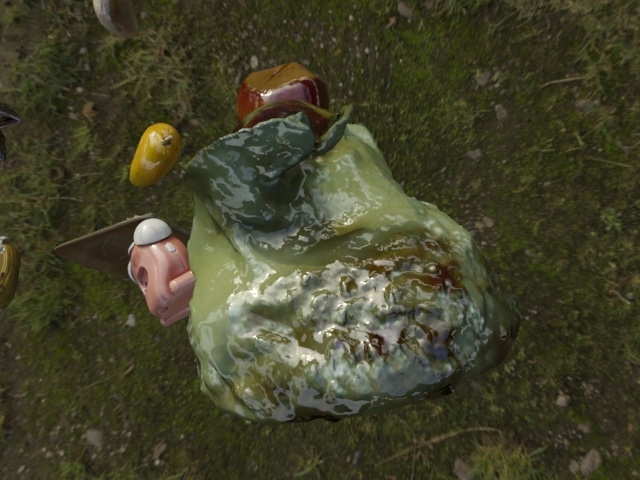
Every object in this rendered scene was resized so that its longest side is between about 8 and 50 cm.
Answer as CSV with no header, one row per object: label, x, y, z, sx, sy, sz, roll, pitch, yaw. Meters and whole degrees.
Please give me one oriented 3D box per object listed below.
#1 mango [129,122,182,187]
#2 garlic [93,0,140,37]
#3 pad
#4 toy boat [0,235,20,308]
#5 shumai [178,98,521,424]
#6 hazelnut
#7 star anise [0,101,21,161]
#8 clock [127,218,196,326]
mango,-0.509,-0.252,1.781,0.119,0.317,0.176,23,57,-28
garlic,-0.574,-0.640,1.645,0.101,0.195,0.087,-37,56,-18
pad,-0.446,0.025,1.429,0.287,0.284,0.018,-18,66,17
toy boat,-0.995,0.097,1.799,0.089,0.321,0.121,-45,126,11
shumai,0.000,0.000,0.688,0.395,0.395,0.347,-16,90,5
hazelnut,-0.080,-0.271,1.275,0.212,0.180,0.181,17,59,36
star anise,-0.717,-0.260,1.164,0.236,0.109,0.223,-11,130,-1
clock,-0.297,0.057,1.078,0.162,0.093,0.166,49,139,19
